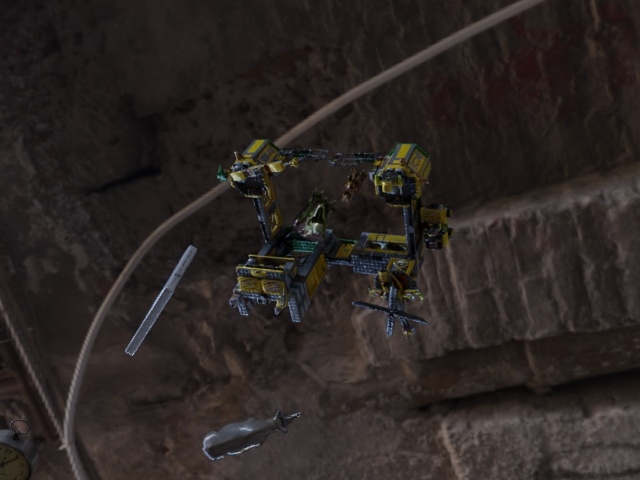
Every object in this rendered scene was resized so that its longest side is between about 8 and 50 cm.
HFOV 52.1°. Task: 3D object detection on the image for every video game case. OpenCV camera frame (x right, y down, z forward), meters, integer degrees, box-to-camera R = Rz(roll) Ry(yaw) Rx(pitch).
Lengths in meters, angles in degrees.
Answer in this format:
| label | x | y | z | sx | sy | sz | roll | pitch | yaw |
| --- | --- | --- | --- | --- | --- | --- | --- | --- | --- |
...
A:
| label | x | y | z | sx | sy | sz | roll | pitch | yaw |
| --- | --- | --- | --- | --- | --- | --- | --- | --- | --- |
| video game case | -0.325 | 0.120 | 1.343 | 0.022 | 0.190 | 0.173 | 32 | -154 | -10 |

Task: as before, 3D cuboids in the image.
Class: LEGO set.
| label | x | y | z | sx | sy | sz | roll | pitch | yaw |
| --- | --- | --- | --- | --- | --- | --- | --- | --- | --- |
| LEGO set | 0.000 | 0.000 | 0.893 | 0.192 | 0.332 | 0.254 | -60 | -25 | -47 |

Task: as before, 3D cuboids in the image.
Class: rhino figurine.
| label | x | y | z | sx | sy | sz | roll | pitch | yaw |
| --- | --- | --- | --- | --- | --- | --- | --- | --- | --- |
| rhino figurine | -0.158 | 0.442 | 1.500 | 0.106 | 0.244 | 0.073 | 74 | 176 | -74 |

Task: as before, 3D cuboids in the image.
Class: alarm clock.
| label | x | y | z | sx | sy | sz | roll | pitch | yaw |
| --- | --- | --- | --- | --- | --- | --- | --- | --- | --- |
| alarm clock | -0.647 | 0.441 | 1.356 | 0.129 | 0.192 | 0.064 | 27 | -161 | -12 |
